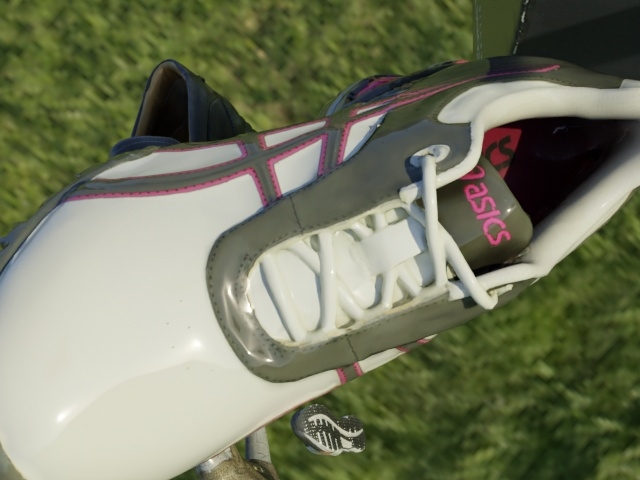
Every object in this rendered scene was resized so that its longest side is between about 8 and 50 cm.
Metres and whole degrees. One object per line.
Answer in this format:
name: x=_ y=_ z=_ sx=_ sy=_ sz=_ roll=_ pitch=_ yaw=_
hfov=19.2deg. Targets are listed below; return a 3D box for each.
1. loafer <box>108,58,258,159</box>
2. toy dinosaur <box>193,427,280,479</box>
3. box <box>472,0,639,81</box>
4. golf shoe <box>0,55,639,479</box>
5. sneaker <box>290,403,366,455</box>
loafer: x=-0.069 y=-0.015 z=0.785 sx=0.062 sy=0.061 sz=0.170 roll=-27 pitch=23 yaw=20
toy dinosaur: x=-0.025 y=0.237 z=0.888 sx=0.160 sy=0.121 sz=0.314 roll=-104 pitch=21 yaw=-68
box: x=0.165 y=-0.238 z=0.811 sx=0.179 sy=0.312 sz=0.343 roll=2 pitch=71 yaw=-2
golf shoe: x=0.000 y=0.000 z=0.630 sx=0.273 sy=0.105 sz=0.120 roll=-30 pitch=11 yaw=-31
sneaker: x=-0.001 y=0.166 z=1.605 sx=0.043 sy=0.109 sz=0.040 roll=-17 pitch=69 yaw=22
